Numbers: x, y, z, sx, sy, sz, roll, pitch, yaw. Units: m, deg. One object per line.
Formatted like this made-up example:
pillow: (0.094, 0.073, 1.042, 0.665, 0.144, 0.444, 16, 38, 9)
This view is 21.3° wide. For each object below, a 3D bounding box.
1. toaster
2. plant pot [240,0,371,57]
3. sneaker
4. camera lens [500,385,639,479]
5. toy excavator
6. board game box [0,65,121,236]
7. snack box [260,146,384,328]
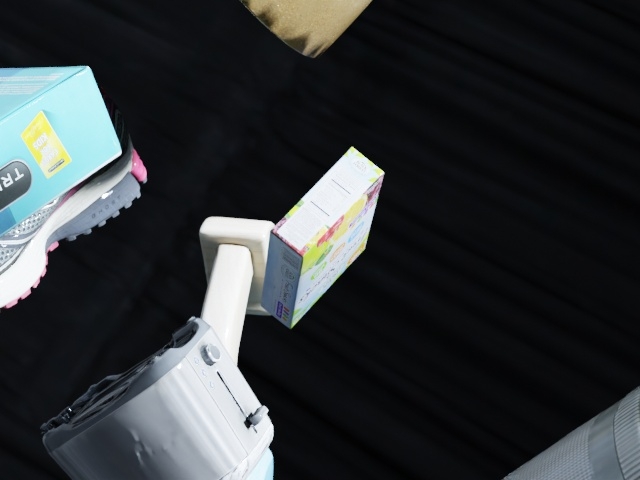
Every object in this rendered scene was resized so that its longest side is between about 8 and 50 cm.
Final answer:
toaster: (-0.155, 0.189, 1.621, 0.227, 0.146, 0.129, -34, -173, 26)
plant pot: (0.018, -0.324, 1.414, 0.254, 0.237, 0.237, -39, 159, 15)
sneaker: (-0.286, -0.031, 1.520, 0.299, 0.121, 0.112, -47, 133, -38)
camera lens: (0.208, 0.213, 1.040, 0.274, 0.219, 0.219, -39, 163, 24)
toy excavator: (-0.118, 0.239, 1.877, 0.433, 0.222, 0.445, -62, 156, -68)
board game box: (-0.353, -0.021, 1.262, 0.336, 0.254, 0.079, -40, 121, -38)
snack box: (0.000, 0.000, 1.354, 0.100, 0.037, 0.141, -45, 166, -23)
